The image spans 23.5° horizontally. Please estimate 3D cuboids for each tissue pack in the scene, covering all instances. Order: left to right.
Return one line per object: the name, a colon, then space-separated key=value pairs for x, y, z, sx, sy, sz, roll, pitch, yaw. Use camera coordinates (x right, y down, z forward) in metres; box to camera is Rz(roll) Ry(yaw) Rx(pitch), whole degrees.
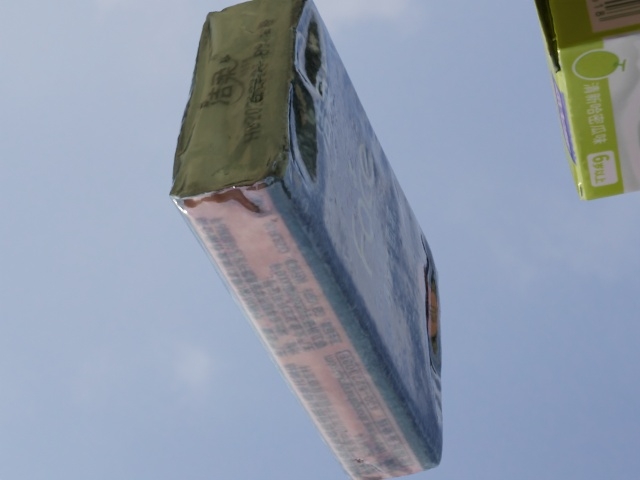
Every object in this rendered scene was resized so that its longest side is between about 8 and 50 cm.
tissue pack: x=0.000 y=0.000 z=1.144 sx=0.103 sy=0.316 sz=0.228 roll=-16 pitch=-140 yaw=16

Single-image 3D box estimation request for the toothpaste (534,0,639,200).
toothpaste: x=0.247 y=-0.103 z=0.618 sx=0.327 sy=0.110 sz=0.077 roll=-11 pitch=-126 yaw=9
